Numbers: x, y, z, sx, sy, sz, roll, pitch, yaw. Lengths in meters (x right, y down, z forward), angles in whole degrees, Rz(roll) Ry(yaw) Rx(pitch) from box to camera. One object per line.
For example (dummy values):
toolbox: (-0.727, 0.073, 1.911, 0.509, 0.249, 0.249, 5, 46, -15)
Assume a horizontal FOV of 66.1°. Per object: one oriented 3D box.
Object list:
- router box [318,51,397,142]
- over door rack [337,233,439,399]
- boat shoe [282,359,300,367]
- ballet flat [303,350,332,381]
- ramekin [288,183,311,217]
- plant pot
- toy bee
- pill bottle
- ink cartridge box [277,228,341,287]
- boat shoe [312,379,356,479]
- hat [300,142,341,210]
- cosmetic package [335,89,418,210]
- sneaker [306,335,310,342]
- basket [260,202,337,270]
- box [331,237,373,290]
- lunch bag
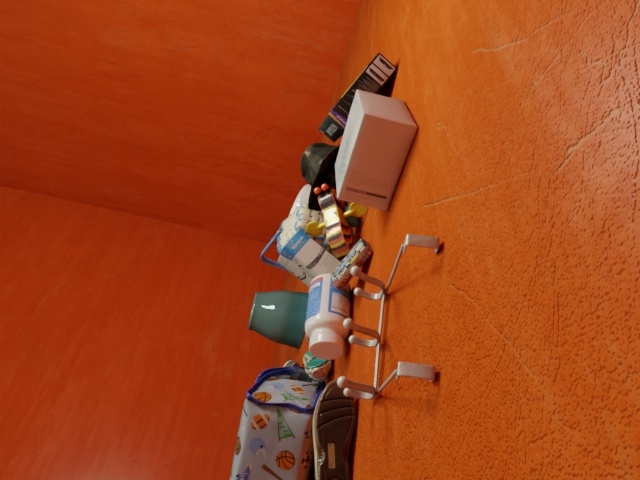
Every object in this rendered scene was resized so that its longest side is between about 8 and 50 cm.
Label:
router box: (0.110, -0.453, 1.606, 0.242, 0.081, 0.309, -51, 8, -1)
over door rack: (0.104, 0.149, 0.897, 0.324, 0.108, 0.239, 118, 162, -64)
boat shoe: (-0.112, 0.617, 1.951, 0.099, 0.116, 0.319, -19, 36, 29)
ballet flat: (-0.004, 0.389, 1.508, 0.241, 0.091, 0.077, 164, 87, -86)
ramekin: (-0.045, -0.120, 2.115, 0.273, 0.127, 0.272, 25, -90, -85)
plant pot: (-0.202, 0.354, 2.321, 0.272, 0.256, 0.271, -167, 90, -82)
toy bee: (0.032, -0.085, 1.504, 0.195, 0.162, 0.298, -40, 41, 8)
pill bottle: (0.021, 0.211, 1.363, 0.124, 0.125, 0.221, 110, 171, -45)
ink cartridge box: (-0.025, 0.080, 1.558, 0.086, 0.203, 0.148, -48, -6, -25)
boat shoe: (0.023, 0.444, 1.089, 0.095, 0.095, 0.257, 103, 176, -61)
hat: (0.014, -0.251, 1.625, 0.331, 0.134, 0.331, -47, -15, -17)
cosmetic package: (0.129, -0.233, 1.242, 0.224, 0.138, 0.224, -90, 16, -60)
sneaker: (0.001, 0.295, 1.522, 0.163, 0.086, 0.226, -83, 10, -53)
basket: (-0.056, 0.025, 1.767, 0.289, 0.255, 0.201, 125, 161, -44)
box: (0.082, 0.062, 1.322, 0.137, 0.027, 0.094, -52, 13, 9)
lunch bag: (-0.117, 0.567, 1.454, 0.385, 0.239, 0.327, 1, -79, -81)
